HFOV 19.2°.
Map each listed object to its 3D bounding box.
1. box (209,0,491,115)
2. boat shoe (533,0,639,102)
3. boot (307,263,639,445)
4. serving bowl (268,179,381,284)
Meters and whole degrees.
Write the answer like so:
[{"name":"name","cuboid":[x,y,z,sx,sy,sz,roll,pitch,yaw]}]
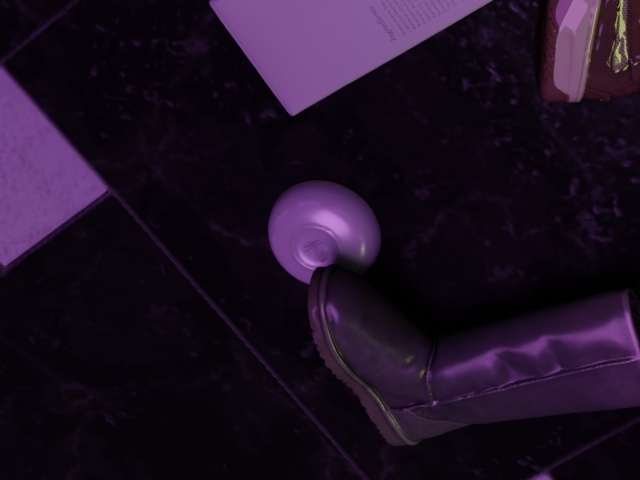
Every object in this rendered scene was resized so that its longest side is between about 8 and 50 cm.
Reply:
[{"name":"box","cuboid":[0.037,-0.175,1.181,0.170,0.130,0.091,-28,108,27]},{"name":"boat shoe","cuboid":[0.188,-0.204,1.151,0.095,0.095,0.257,3,125,0]},{"name":"boot","cuboid":[0.117,0.068,1.313,0.208,0.076,0.190,-10,138,29]},{"name":"serving bowl","cuboid":[0.000,0.000,1.348,0.083,0.027,0.083,7,120,13]}]
